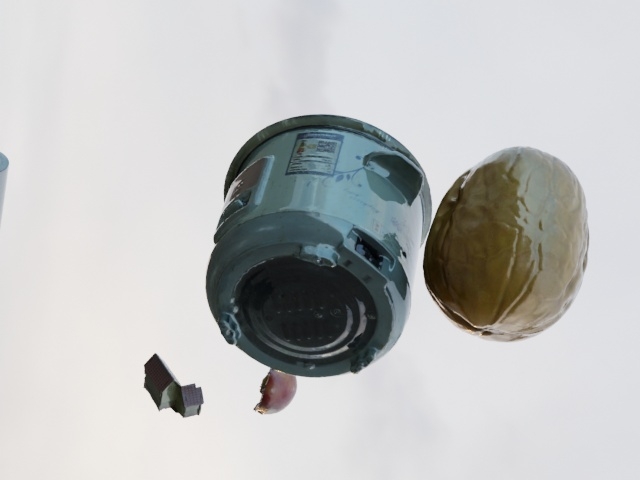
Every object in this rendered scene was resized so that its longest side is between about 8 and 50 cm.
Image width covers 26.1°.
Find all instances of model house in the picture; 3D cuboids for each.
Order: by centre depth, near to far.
[{"bbox_3d":[-0.198,0.195,1.857,0.083,0.057,0.058,48,-43,43],"label":"model house"}]

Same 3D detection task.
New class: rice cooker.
[{"bbox_3d":[0.000,0.000,1.667,0.317,0.264,0.317,-48,-162,21],"label":"rice cooker"}]

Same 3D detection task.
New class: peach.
[{"bbox_3d":[-0.072,0.249,2.293,0.098,0.061,0.098,-162,-90,-90],"label":"peach"}]

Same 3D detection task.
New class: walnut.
[{"bbox_3d":[0.213,0.005,1.552,0.193,0.193,0.226,-56,-169,57],"label":"walnut"}]

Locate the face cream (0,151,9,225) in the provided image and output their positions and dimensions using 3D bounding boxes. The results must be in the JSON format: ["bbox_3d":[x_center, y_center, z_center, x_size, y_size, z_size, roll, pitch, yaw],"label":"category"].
[{"bbox_3d":[-0.595,-0.047,2.374,0.096,0.095,0.214,-125,-138,-49],"label":"face cream"}]
